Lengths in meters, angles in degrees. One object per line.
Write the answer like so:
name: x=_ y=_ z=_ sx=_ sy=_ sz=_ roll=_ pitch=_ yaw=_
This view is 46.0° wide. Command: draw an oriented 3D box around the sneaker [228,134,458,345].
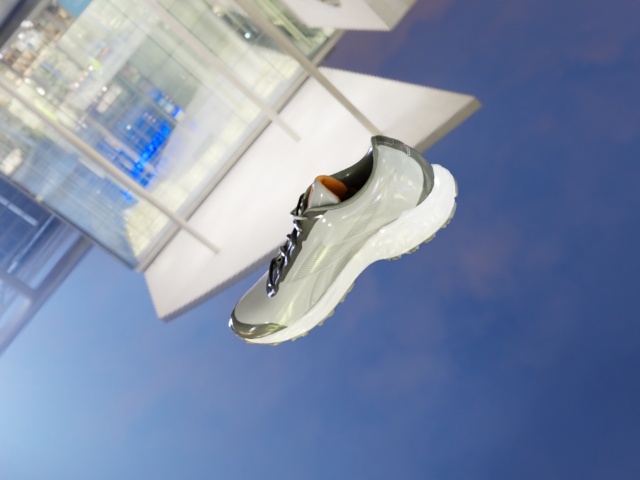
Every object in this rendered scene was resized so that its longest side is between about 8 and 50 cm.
sneaker: x=0.000 y=0.000 z=0.735 sx=0.271 sy=0.108 sz=0.100 roll=-42 pitch=-152 yaw=22
